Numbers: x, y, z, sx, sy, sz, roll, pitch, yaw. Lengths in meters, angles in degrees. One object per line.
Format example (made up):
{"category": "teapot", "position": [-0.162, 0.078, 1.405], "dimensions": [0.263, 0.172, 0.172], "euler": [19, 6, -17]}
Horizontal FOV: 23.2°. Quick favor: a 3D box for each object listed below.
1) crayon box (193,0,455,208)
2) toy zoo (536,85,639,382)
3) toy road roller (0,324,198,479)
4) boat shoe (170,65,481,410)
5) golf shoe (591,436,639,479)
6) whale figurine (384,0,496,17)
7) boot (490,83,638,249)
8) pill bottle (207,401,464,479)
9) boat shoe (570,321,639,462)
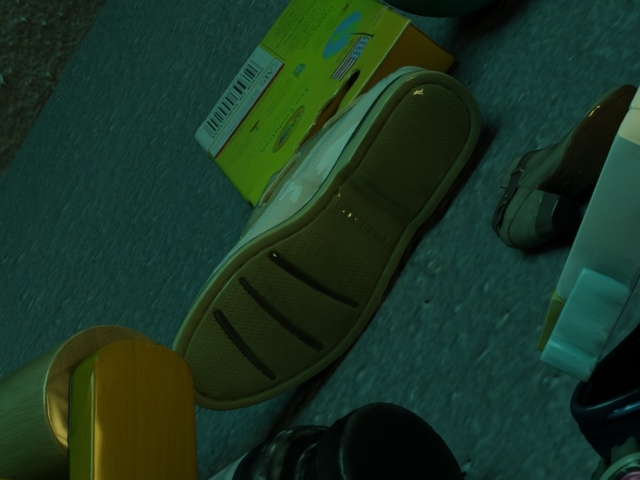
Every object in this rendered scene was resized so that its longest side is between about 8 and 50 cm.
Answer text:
{"category": "crayon box", "position": [0.000, -0.116, 1.367], "dimensions": [0.202, 0.081, 0.318], "euler": [-53, 20, 5]}
{"category": "toy zoo", "position": [0.158, -0.066, 0.661], "dimensions": [0.293, 0.030, 0.192], "euler": [-59, -12, -24]}
{"category": "toy road roller", "position": [-0.224, 0.216, 1.040], "dimensions": [0.202, 0.240, 0.329], "euler": [-30, 54, 48]}
{"category": "boat shoe", "position": [0.000, 0.000, 1.169], "dimensions": [0.302, 0.113, 0.103], "euler": [-48, 16, -3]}
{"category": "golf shoe", "position": [0.103, 0.181, 0.658], "dimensions": [0.273, 0.105, 0.120], "euler": [-43, 27, 29]}
{"category": "whale figurine", "position": [0.146, -0.283, 1.282], "dimensions": [0.272, 0.141, 0.216], "euler": [-35, 15, -18]}
{"category": "boot", "position": [0.150, -0.048, 0.992], "dimensions": [0.118, 0.042, 0.087], "euler": [-57, 18, -6]}
{"category": "pill bottle", "position": [-0.021, 0.182, 0.900], "dimensions": [0.219, 0.123, 0.123], "euler": [-38, 27, 37]}
{"category": "boat shoe", "position": [0.216, 0.010, 0.688], "dimensions": [0.258, 0.089, 0.109], "euler": [-53, 21, 5]}
